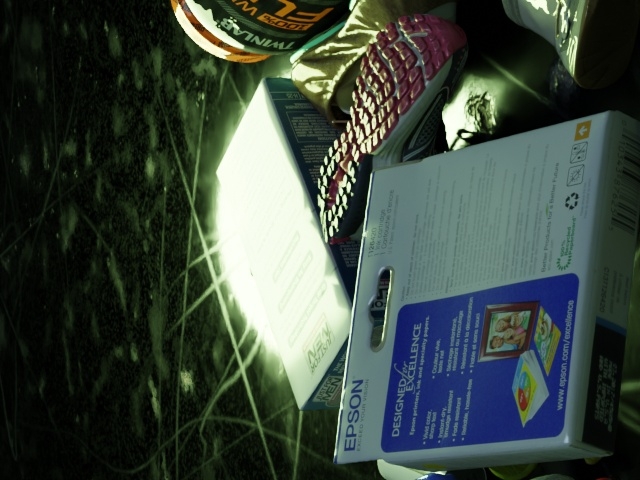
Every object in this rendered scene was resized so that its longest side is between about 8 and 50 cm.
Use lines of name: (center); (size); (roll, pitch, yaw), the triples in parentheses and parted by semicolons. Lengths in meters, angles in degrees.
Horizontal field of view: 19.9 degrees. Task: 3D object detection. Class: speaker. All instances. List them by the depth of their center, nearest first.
speaker: (0.115, 0.240, 1.901); (0.136, 0.055, 0.055); (13, 102, 62)

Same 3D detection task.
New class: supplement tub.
supplement tub: (-0.030, -0.334, 1.990); (0.338, 0.207, 0.207); (-38, 58, 58)

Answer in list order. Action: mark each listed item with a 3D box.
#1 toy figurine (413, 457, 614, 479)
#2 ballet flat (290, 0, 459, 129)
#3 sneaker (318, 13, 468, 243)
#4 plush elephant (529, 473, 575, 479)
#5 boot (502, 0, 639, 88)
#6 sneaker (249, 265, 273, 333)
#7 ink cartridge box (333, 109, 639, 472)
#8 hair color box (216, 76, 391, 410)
toy figurine: (0.140, 0.272, 1.681); (0.191, 0.217, 0.362); (-36, 60, 58)
ballet flat: (0.071, -0.206, 1.926); (0.124, 0.116, 0.342); (62, 148, 7)
sneaker: (0.087, -0.113, 1.860); (0.299, 0.112, 0.121); (115, 152, -48)
plush elephant: (0.273, 0.349, 1.381); (0.330, 0.272, 0.255); (83, -171, -54)
boot: (0.231, -0.264, 1.635); (0.165, 0.077, 0.213); (-127, 41, -51)
sneaker: (-0.047, 0.047, 2.198); (0.075, 0.063, 0.170); (141, 127, -58)
ink cartridge box: (0.151, 0.056, 1.663); (0.307, 0.072, 0.303); (-14, 63, 51)
hair color box: (0.000, 0.000, 2.056); (0.174, 0.105, 0.347); (-60, 40, 45)
